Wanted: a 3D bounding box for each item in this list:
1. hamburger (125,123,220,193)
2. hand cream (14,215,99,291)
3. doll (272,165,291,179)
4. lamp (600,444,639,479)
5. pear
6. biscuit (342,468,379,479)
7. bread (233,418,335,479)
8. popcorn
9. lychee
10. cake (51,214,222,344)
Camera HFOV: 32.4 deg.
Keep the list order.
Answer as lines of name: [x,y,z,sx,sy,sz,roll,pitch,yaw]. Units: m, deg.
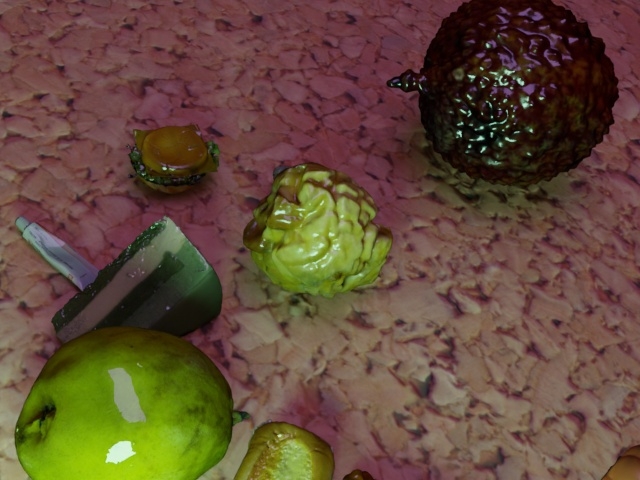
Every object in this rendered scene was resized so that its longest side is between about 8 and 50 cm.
hamburger: [-0.296,-0.159,2.223,0.190,0.093,0.164,-1,50,-14]
hand cream: [-0.483,0.022,2.038,0.216,0.038,0.052,38,77,17]
doll: [-0.022,-0.076,2.232,0.103,0.071,0.214,-22,61,-29]
lamp: [0.538,0.436,1.820,0.164,0.187,0.188,39,50,24]
pear: [-0.278,0.275,1.703,0.375,0.287,0.287,4,45,-31]
biscuit: [0.130,0.523,1.678,0.312,0.110,0.318,24,45,5]
bread: [-0.077,0.423,1.708,0.153,0.119,0.288,16,44,11]
popcorn: [0.000,0.000,2.055,0.332,0.265,0.225,27,51,-47]
lychee: [0.384,-0.320,2.332,0.500,0.424,0.424,8,46,-16]
cake: [-0.318,0.088,1.921,0.284,0.172,0.158,-27,61,-33]
